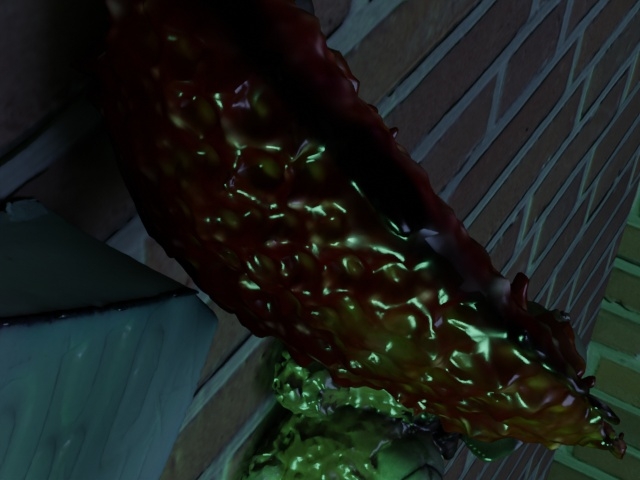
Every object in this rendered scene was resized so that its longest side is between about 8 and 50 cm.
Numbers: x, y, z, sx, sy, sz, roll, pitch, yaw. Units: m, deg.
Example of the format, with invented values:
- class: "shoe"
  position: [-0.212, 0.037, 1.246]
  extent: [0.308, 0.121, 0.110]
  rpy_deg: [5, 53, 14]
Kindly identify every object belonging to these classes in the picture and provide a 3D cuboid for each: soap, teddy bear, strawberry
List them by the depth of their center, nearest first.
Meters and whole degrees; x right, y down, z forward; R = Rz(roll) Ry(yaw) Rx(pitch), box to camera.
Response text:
- class: "soap"
  position: [-0.137, 0.065, 0.644]
  extent: [0.230, 0.091, 0.145]
  rpy_deg: [-18, 129, -68]
- class: "strawberry"
  position: [0.000, 0.000, 0.678]
  extent: [0.137, 0.306, 0.233]
  rpy_deg: [-37, 159, 6]
- class: "teddy bear"
  position: [0.048, 0.137, 1.161]
  extent: [0.267, 0.156, 0.256]
  rpy_deg: [18, 96, -32]
